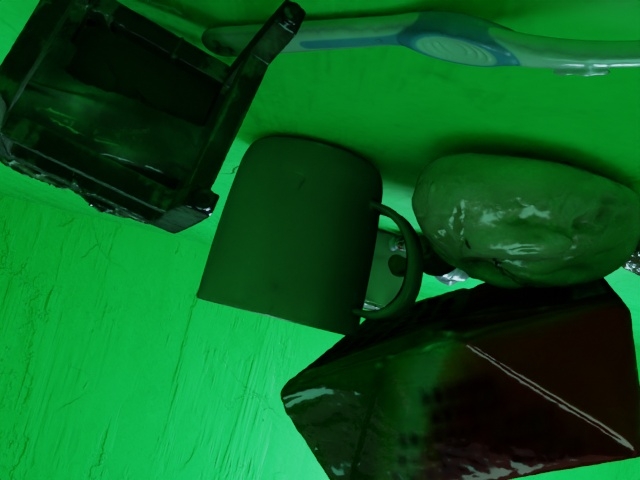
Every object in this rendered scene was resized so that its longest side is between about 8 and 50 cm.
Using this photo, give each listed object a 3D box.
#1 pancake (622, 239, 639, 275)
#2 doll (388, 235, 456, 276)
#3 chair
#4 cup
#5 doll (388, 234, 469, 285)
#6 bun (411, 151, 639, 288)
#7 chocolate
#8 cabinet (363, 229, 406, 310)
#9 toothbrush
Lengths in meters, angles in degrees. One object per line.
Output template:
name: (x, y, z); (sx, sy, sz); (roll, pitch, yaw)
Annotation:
pancake: (0.422, 0.016, 0.705); (0.254, 0.037, 0.253); (15, 172, 2)
doll: (0.157, -0.003, 0.772); (0.179, 0.088, 0.102); (-11, 158, -47)
chair: (-0.137, -0.091, 0.429); (0.136, 0.147, 0.270); (27, 167, -20)
cup: (0.000, 0.000, 0.713); (0.253, 0.200, 0.191); (11, 172, 28)
doll: (0.198, 0.027, 1.078); (0.180, 0.079, 0.094); (24, -164, 39)
bun: (0.198, -0.009, 0.613); (0.237, 0.116, 0.210); (17, 173, -16)
chocolate: (0.178, 0.150, 0.724); (0.341, 0.161, 0.360); (-18, 179, 19)
cabinet: (0.056, 0.049, 1.183); (0.206, 0.150, 0.145); (18, 172, -24)
toothbrush: (0.070, -0.114, 0.355); (0.386, 0.040, 0.040); (9, 171, 34)
